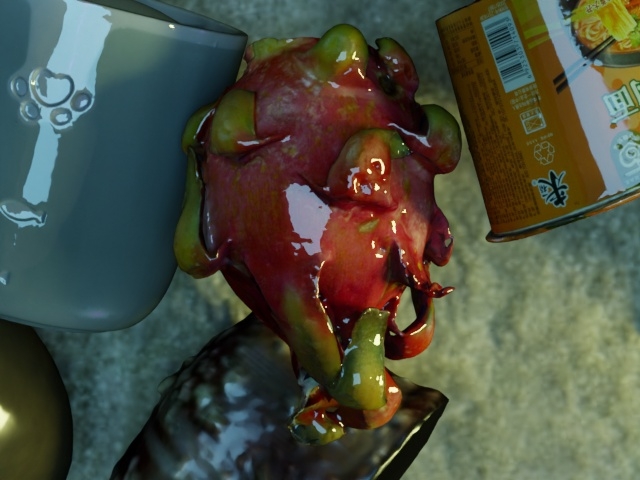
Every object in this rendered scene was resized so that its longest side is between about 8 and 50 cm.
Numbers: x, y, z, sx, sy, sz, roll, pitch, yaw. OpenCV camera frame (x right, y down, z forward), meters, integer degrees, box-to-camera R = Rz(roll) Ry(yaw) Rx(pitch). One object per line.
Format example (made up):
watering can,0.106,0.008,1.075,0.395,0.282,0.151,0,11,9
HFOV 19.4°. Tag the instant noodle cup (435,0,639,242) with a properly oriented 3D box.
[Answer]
instant noodle cup,0.201,-0.123,1.462,0.230,0.230,0.182,-24,94,5

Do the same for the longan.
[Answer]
longan,-0.345,0.154,1.627,0.258,0.258,0.258,0,98,1

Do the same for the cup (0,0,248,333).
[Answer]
cup,-0.261,-0.093,1.601,0.357,0.259,0.274,20,99,30

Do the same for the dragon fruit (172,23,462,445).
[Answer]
dragon fruit,0.011,-0.012,1.492,0.243,0.227,0.307,-45,110,-26

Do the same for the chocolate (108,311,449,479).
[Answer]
chocolate,-0.067,0.206,1.640,0.210,0.225,0.340,39,96,9
